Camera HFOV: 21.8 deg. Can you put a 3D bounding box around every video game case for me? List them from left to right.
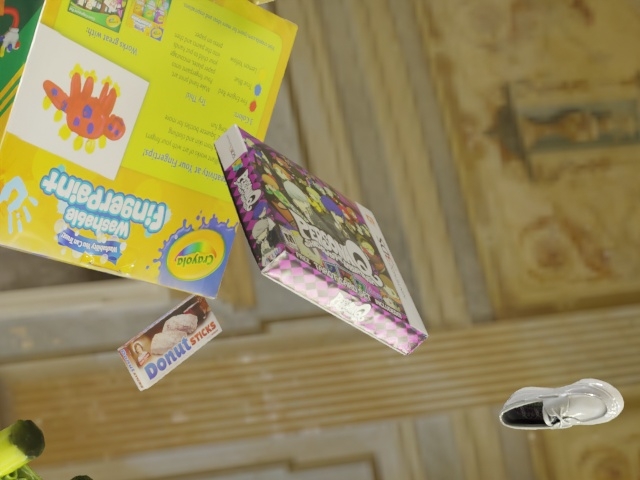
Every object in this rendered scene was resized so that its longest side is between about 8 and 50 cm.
[{"bbox_3d":[0.000,0.000,1.772,0.042,0.232,0.210,-43,-139,19],"label":"video game case"}]

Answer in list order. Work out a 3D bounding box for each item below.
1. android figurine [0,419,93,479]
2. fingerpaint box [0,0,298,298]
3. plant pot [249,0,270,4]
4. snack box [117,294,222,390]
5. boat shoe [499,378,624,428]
[{"bbox_3d":[-0.356,0.281,1.722,0.273,0.248,0.056,-33,-161,34],"label":"android figurine"},{"bbox_3d":[-0.256,-0.153,1.954,0.163,0.445,0.371,16,-91,34],"label":"fingerpaint box"},{"bbox_3d":[-0.054,-0.309,1.758,0.081,0.081,0.083,45,-32,50],"label":"plant pot"},{"bbox_3d":[-0.200,0.133,2.226,0.022,0.178,0.064,-21,-80,37],"label":"snack box"},{"bbox_3d":[0.320,0.227,2.240,0.184,0.063,0.066,-1,-65,43],"label":"boat shoe"}]
